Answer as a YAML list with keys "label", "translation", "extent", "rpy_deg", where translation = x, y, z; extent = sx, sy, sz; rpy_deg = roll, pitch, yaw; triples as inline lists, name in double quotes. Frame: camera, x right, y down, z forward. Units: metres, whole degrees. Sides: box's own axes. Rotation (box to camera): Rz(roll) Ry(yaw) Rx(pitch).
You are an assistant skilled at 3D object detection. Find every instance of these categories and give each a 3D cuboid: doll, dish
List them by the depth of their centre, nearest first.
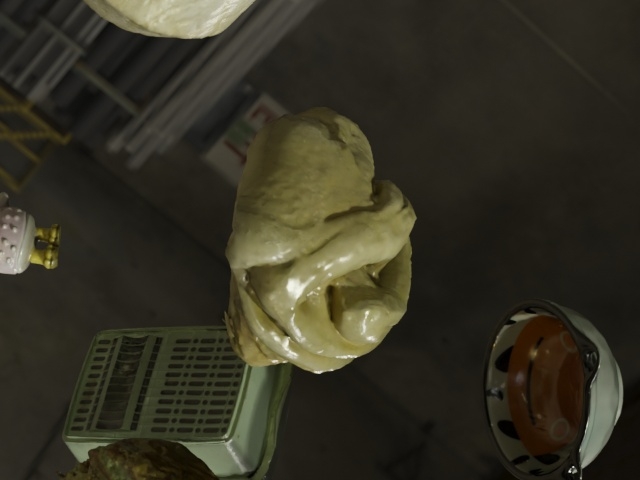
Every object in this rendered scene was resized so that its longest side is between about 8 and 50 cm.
- label: "doll"
  translation: [-0.435, -0.006, 1.824]
  extent: [0.081, 0.207, 0.129]
  rpy_deg: [115, -18, -65]
- label: "dish"
  translation: [0.360, 0.223, 2.113]
  extent: [0.303, 0.120, 0.303]
  rpy_deg: [-9, -101, 62]

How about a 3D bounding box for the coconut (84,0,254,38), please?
- label: "coconut"
  translation: [-0.102, -0.277, 1.119]
  extent: [0.222, 0.202, 0.202]
  rpy_deg: [-42, -165, 35]

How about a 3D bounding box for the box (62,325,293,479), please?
- label: "box"
  translation: [-0.187, 0.231, 1.912]
  extent: [0.290, 0.166, 0.220]
  rpy_deg: [-3, -129, 21]

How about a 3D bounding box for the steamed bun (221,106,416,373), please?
- label: "steamed bun"
  translation: [0.000, 0.004, 1.751]
  extent: [0.372, 0.230, 0.325]
  rpy_deg: [95, 0, -78]

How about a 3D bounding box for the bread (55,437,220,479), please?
- label: "bread"
  translation: [-0.134, 0.262, 1.298]
  extent: [0.102, 0.196, 0.138]
  rpy_deg: [-47, 154, 9]
